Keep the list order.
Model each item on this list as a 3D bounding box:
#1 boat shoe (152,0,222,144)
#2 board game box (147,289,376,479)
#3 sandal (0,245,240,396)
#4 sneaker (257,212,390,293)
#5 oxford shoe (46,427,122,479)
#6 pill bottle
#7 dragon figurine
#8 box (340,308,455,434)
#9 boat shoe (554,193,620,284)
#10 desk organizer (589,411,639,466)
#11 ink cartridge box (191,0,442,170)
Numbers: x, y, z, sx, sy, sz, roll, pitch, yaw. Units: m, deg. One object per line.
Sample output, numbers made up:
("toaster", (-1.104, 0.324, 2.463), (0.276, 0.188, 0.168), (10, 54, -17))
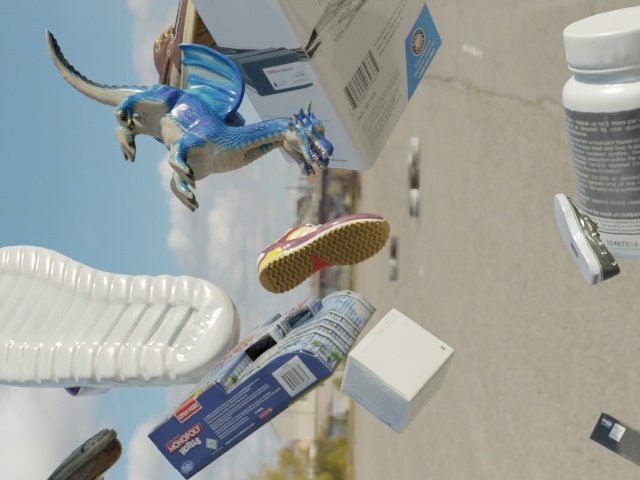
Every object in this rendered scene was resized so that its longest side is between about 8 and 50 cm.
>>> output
("boat shoe", (-0.219, -0.295, 1.587), (0.123, 0.123, 0.342), (-41, -31, -48))
("board game box", (-0.045, 0.115, 0.951), (0.060, 0.194, 0.194), (50, -155, -3))
("sandal", (-0.273, 0.111, 1.163), (0.102, 0.416, 0.169), (51, -127, -54))
("sneaker", (0.000, 0.000, 1.310), (0.084, 0.185, 0.070), (-101, -12, -58))
("oxford shoe", (-0.257, 0.288, 1.071), (0.227, 0.096, 0.083), (-55, -7, 31))
("pill bottle", (0.493, -0.170, 1.560), (0.204, 0.204, 0.361), (-84, -19, -69))
("dragon figurine", (-0.122, -0.129, 0.958), (0.144, 0.289, 0.085), (-45, -19, -23))
("box", (0.096, 0.165, 1.256), (0.101, 0.102, 0.087), (-42, -23, -34))
("boat shoe", (0.336, -0.004, 1.261), (0.049, 0.040, 0.142), (81, 175, -52))
("desk organizer", (0.485, 0.313, 1.519), (0.050, 0.130, 0.047), (13, -77, -59))
("ink cartridge box", (-0.005, -0.339, 1.418), (0.285, 0.166, 0.395), (-60, -40, -28))
